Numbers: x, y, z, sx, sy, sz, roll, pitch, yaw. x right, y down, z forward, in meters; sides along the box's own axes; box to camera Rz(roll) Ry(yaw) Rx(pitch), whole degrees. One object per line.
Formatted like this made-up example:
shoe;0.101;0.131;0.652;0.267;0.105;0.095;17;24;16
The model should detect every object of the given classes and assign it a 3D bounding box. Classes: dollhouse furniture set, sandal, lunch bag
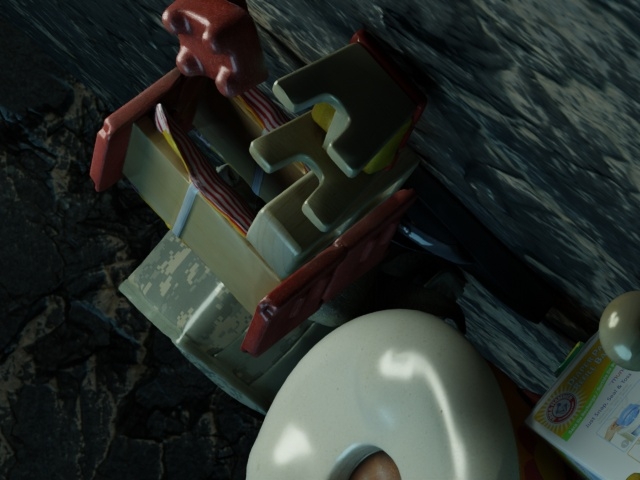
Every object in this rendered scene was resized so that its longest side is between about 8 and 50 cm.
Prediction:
dollhouse furniture set;-0.028;-0.086;1.392;0.201;0.152;0.374;48;156;9
sandal;0.088;-0.008;1.583;0.254;0.054;0.097;41;175;-18
lunch bag;-0.007;0.062;1.890;0.287;0.235;0.169;43;176;-37

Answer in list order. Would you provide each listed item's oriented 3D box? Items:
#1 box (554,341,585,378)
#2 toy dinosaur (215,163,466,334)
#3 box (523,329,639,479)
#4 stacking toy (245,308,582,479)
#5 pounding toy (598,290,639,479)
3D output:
box;0.271;0.155;1.776;0.105;0.043;0.179;38;177;21
toy dinosaur;0.000;0.000;1.718;0.313;0.160;0.121;44;174;-34
box;0.269;0.166;1.492;0.114;0.103;0.203;44;174;-35
stacking toy;0.200;0.264;1.748;0.480;0.351;0.350;13;-167;-35
pounding toy;0.235;0.156;1.227;0.237;0.110;0.183;61;174;-7
